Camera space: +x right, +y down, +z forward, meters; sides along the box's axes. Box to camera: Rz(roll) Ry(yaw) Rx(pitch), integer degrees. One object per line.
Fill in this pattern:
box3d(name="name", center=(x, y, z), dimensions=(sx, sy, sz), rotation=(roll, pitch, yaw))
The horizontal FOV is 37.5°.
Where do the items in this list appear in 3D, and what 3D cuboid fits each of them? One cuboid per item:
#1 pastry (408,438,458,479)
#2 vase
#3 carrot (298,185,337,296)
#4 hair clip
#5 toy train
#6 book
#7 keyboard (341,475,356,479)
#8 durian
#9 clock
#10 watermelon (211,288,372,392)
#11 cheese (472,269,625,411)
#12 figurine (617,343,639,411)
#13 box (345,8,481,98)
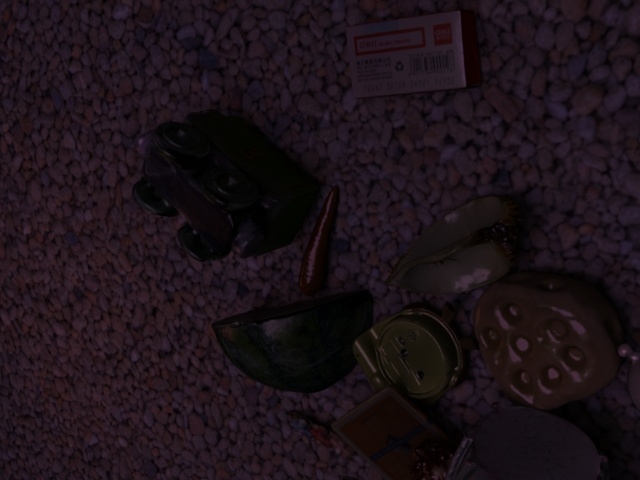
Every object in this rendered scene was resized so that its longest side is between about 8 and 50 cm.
box3d(name="pastry", center=(0.206, 0.429, 1.588), dimensions=(0.097, 0.115, 0.208), rotation=(3, 119, 20))
box3d(name="vase", center=(0.306, 0.480, 1.463), dimensions=(0.250, 0.250, 0.445), rotation=(23, 129, 30))
box3d(name="carrot", center=(0.000, 0.000, 1.710), dimensions=(0.048, 0.048, 0.216), rotation=(24, 111, 29))
box3d(name="hair clip", center=(0.015, 0.374, 1.796), dimensions=(0.214, 0.056, 0.062), rotation=(7, 140, 35))
box3d(name="toy train", center=(-0.176, -0.102, 1.676), dimensions=(0.307, 0.249, 0.173), rotation=(42, 127, 21))
box3d(name="book", center=(0.155, 0.370, 1.656), dimensions=(0.242, 0.018, 0.170), rotation=(43, 127, -7))
box3d(name="keyboard", center=(0.094, 0.487, 1.792), dimensions=(0.129, 0.015, 0.049), rotation=(9, 108, 35))
box3d(name="durian", center=(0.223, 0.021, 1.485), dimensions=(0.252, 0.139, 0.144), rotation=(-17, 97, 38))
box3d(name="clock", center=(0.174, 0.189, 1.611), dimensions=(0.232, 0.069, 0.170), rotation=(-41, 78, 37))
box3d(name="watermelon", center=(-0.045, 0.176, 1.737), dimensions=(0.305, 0.180, 0.224), rotation=(-14, 138, 35))
box3d(name="cheese", center=(0.346, 0.153, 1.442), dimensions=(0.235, 0.117, 0.218), rotation=(33, 123, 29))
box3d(name="figurine", center=(0.524, 0.242, 1.332), dimensions=(0.144, 0.182, 0.256), rotation=(-36, 69, -5))
box3d(name="box", center=(0.141, -0.295, 1.511), dimensions=(0.229, 0.050, 0.123), rotation=(0, 101, 37))
